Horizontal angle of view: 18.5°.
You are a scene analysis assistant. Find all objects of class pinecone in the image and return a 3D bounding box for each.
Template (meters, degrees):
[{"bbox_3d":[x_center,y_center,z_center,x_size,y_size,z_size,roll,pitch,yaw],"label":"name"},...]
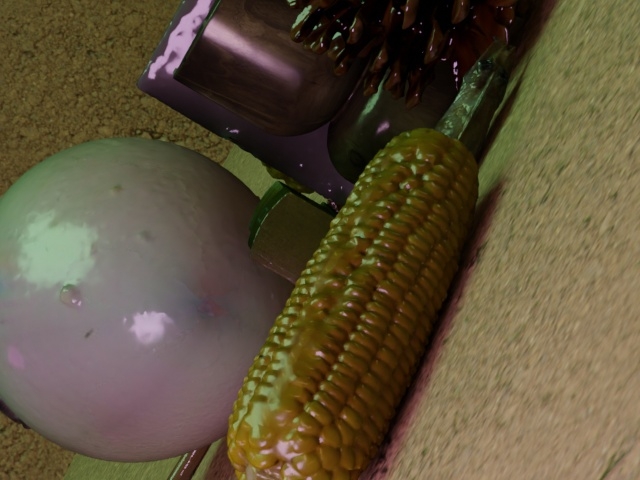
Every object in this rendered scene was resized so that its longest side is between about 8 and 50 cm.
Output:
[{"bbox_3d":[0.077,-0.256,1.879,0.264,0.264,0.264,-58,8,13],"label":"pinecone"}]

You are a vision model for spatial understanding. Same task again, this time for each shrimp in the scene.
[{"bbox_3d":[0.118,-0.080,1.783,0.223,0.047,0.126,-62,-2,-5],"label":"shrimp"}]

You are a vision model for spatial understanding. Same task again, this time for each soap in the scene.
[{"bbox_3d":[-0.015,-0.224,2.214,0.285,0.296,0.107,-56,9,19],"label":"soap"}]

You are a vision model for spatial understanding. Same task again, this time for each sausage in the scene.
[{"bbox_3d":[-0.159,0.264,2.333,0.116,0.026,0.026,-59,8,7],"label":"sausage"}]

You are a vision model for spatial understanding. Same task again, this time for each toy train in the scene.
[{"bbox_3d":[-0.003,0.002,1.892,0.090,0.137,0.225,-60,9,2],"label":"toy train"}]

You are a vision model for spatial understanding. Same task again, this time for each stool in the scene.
[{"bbox_3d":[-0.001,-0.183,2.079,0.179,0.264,0.179,-58,8,13],"label":"stool"}]

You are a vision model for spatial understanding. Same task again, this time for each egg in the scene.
[{"bbox_3d":[-0.178,0.062,2.089,0.355,0.354,0.340,-62,23,-15],"label":"egg"}]

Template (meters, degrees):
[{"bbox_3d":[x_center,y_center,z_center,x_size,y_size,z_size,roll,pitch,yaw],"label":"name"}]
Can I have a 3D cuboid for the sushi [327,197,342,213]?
[{"bbox_3d":[0.000,0.000,2.205,0.099,0.047,0.050,-59,11,19],"label":"sushi"}]

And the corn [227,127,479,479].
[{"bbox_3d":[0.030,0.059,1.547,0.363,0.120,0.120,-65,9,-31],"label":"corn"}]

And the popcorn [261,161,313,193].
[{"bbox_3d":[-0.003,-0.153,2.401,0.197,0.155,0.198,21,-90,-88],"label":"popcorn"}]
